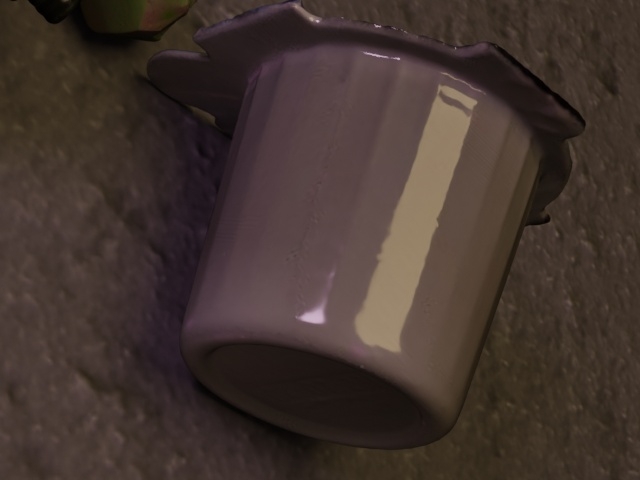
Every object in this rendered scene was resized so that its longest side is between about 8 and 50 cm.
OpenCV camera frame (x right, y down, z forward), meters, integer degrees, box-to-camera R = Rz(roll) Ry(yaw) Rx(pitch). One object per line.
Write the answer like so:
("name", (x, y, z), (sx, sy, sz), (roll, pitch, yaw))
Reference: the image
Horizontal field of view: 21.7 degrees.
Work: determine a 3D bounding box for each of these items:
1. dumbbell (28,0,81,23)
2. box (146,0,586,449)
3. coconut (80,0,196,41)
("dumbbell", (-0.236, -0.234, 0.925), (0.290, 0.192, 0.192), (48, 43, -21))
("box", (0.000, 0.000, 1.061), (0.291, 0.262, 0.206), (15, 65, 2))
("coconut", (-0.121, -0.169, 1.103), (0.082, 0.083, 0.081), (-28, 121, -13))
